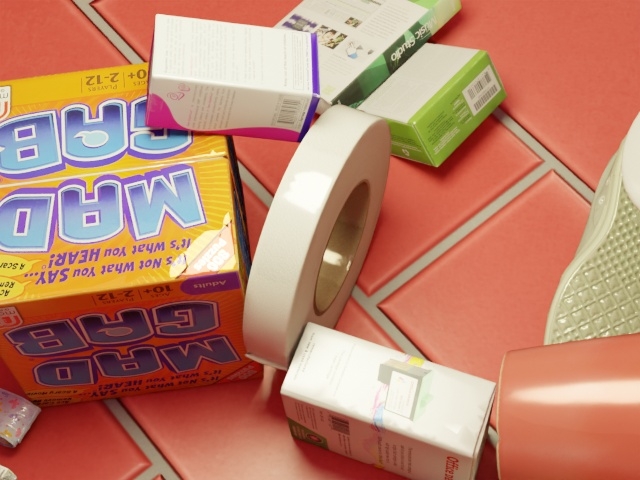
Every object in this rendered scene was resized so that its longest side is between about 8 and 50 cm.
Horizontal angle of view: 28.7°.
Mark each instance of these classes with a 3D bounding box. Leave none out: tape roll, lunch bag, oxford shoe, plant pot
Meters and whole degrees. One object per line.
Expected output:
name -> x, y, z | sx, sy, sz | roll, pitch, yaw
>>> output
tape roll -> 0.000, 0.000, 1.790 | 0.072, 0.392, 0.392 | 19, 64, 13
lunch bag -> -0.466, 0.266, 1.861 | 0.083, 0.053, 0.071 | 16, 61, 22
oxford shoe -> 0.456, 0.032, 1.904 | 0.169, 0.130, 0.450 | 21, 79, 0
plant pot -> 0.373, 0.251, 1.716 | 0.243, 0.275, 0.275 | 1, 61, 16

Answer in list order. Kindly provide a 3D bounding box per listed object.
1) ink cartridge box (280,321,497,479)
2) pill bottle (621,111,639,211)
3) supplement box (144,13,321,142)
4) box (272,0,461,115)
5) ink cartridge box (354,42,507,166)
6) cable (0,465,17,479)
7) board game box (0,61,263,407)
ink cartridge box -> 0.098, 0.241, 1.756 | 0.278, 0.201, 0.117 | 17, 66, 12
pill bottle -> 0.636, -0.074, 1.787 | 0.392, 0.224, 0.224 | 21, 54, -35
supplement box -> -0.119, -0.214, 1.669 | 0.220, 0.111, 0.114 | 5, 58, -12
box -> 0.052, -0.354, 2.134 | 0.232, 0.058, 0.322 | 31, 67, 37
ink cartridge box -> 0.152, -0.238, 2.087 | 0.189, 0.097, 0.255 | -45, 34, -19
cable -> -0.541, 0.401, 1.732 | 0.257, 0.089, 0.257 | 23, 64, 41
board game box -> -0.289, -0.006, 1.825 | 0.356, 0.357, 0.356 | -8, 61, -1
